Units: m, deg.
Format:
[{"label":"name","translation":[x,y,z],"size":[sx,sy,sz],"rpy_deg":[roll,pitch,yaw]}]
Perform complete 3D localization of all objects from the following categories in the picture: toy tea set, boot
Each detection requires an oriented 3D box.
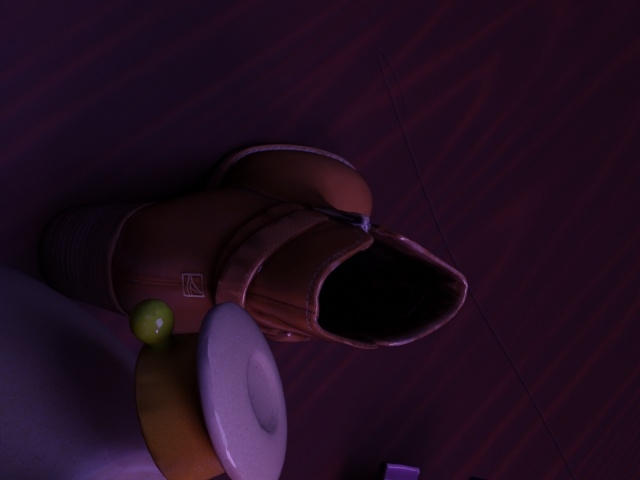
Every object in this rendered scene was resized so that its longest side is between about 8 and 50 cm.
[{"label":"toy tea set","translation":[-0.051,0.201,0.621],"size":[0.200,0.124,0.336],"rpy_deg":[-76,148,-58]},{"label":"boot","translation":[0.000,0.000,0.833],"size":[0.283,0.220,0.109],"rpy_deg":[-5,99,-50]}]

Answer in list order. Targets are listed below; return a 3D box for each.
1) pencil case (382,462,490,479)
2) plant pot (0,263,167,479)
[{"label":"pencil case","translation":[0.063,0.322,1.049],"size":[0.124,0.124,0.284],"rpy_deg":[9,88,-51]},{"label":"plant pot","translation":[-0.162,0.154,0.687],"size":[0.284,0.191,0.284],"rpy_deg":[-12,106,-49]}]
